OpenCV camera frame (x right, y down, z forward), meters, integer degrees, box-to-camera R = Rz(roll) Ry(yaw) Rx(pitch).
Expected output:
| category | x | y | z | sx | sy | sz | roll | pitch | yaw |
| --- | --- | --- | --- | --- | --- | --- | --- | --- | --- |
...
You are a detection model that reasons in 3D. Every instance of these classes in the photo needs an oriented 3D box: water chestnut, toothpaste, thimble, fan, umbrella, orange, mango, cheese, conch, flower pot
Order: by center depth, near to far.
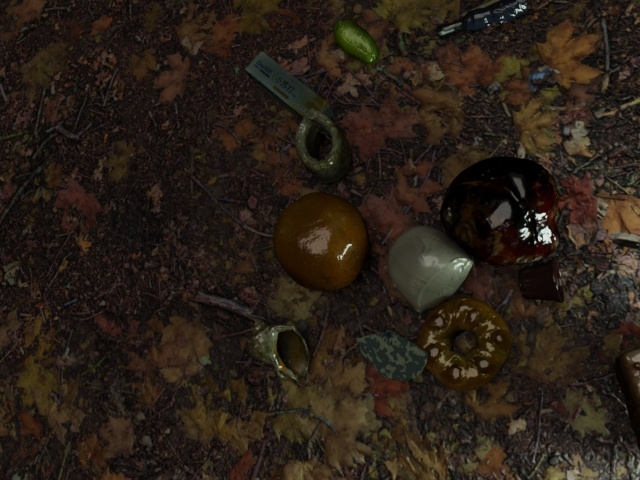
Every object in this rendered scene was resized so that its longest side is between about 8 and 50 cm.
| category | x | y | z | sx | sy | sz | roll | pitch | yaw |
| --- | --- | --- | --- | --- | --- | --- | --- | --- | --- |
| water chestnut | 0.438 | -0.070 | 1.341 | 0.289 | 0.244 | 0.289 | -26 | 49 | 35 |
| flower pot | 0.526 | 0.101 | 1.344 | 0.089 | 0.111 | 0.111 | -11 | 75 | 29 |
| cheese | 0.258 | 0.062 | 1.402 | 0.198 | 0.154 | 0.189 | -53 | 58 | 30 |
| fan | 0.178 | 0.289 | 1.416 | 0.240 | 0.009 | 0.131 | 3 | 99 | 48 |
| orange | 0.000 | 0.000 | 1.470 | 0.264 | 0.264 | 0.264 | -4 | 77 | 18 |
| conch | -0.108 | 0.294 | 1.504 | 0.155 | 0.130 | 0.207 | -38 | 85 | 40 |
| umbrella | 0.445 | -0.609 | 1.545 | 0.248 | 0.071 | 0.071 | -16 | 74 | 20 |
| thimble | 0.007 | -0.265 | 1.576 | 0.137 | 0.143 | 0.191 | -20 | 73 | 15 |
| mango | 0.104 | -0.583 | 1.652 | 0.091 | 0.074 | 0.165 | -41 | 81 | 1 |
| toothpaste | -0.096 | -0.451 | 1.696 | 0.313 | 0.071 | 0.089 | 43 | 90 | 23 |

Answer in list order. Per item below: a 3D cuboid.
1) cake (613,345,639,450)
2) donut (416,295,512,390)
| category | x | y | z | sx | sy | sz | roll | pitch | yaw |
| --- | --- | --- | --- | --- | --- | --- | --- | --- | --- |
| cake | 0.770 | 0.313 | 1.121 | 0.290 | 0.282 | 0.256 | -16 | 67 | 20 |
| donut | 0.349 | 0.248 | 1.362 | 0.226 | 0.114 | 0.227 | -4 | 78 | 19 |
